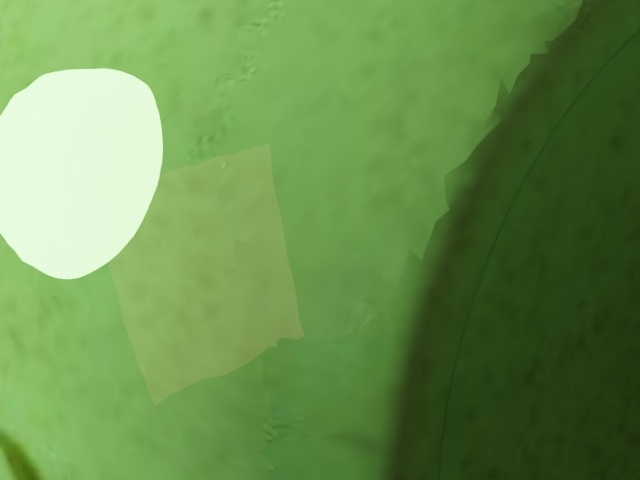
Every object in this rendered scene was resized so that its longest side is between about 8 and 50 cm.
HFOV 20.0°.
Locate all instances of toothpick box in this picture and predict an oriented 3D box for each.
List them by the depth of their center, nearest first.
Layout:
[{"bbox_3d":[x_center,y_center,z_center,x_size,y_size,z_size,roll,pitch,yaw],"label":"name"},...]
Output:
[{"bbox_3d":[0.000,0.000,0.672,0.425,0.409,0.409,17,98,49],"label":"toothpick box"}]
